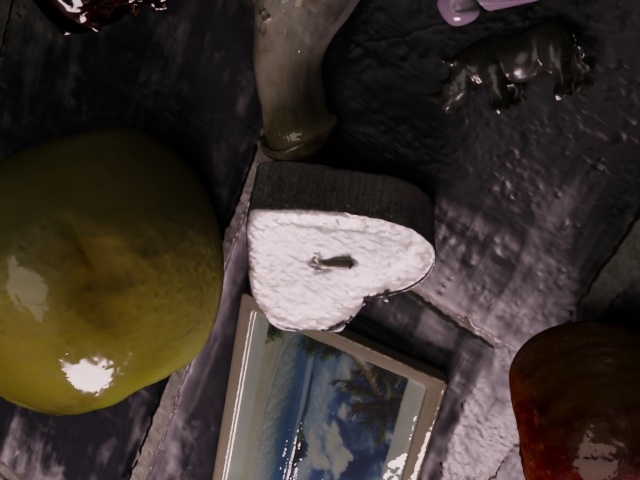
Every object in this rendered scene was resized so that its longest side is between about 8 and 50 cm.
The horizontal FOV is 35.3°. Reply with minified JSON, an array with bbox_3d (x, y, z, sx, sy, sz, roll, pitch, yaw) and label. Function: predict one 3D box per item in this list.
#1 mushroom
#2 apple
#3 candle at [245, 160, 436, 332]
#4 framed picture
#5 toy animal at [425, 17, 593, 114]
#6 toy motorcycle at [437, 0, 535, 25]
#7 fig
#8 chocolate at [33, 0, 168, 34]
[{"bbox_3d":[-0.016,-0.171,0.868,0.081,0.092,0.223,42,128,48],"label":"mushroom"},{"bbox_3d":[-0.255,0.042,0.991,0.295,0.233,0.258,-21,96,33],"label":"apple"},{"bbox_3d":[0.000,0.000,0.904,0.192,0.068,0.168,-30,126,32],"label":"candle"},{"bbox_3d":[-0.003,0.225,1.063,0.232,0.024,0.315,22,118,20],"label":"framed picture"},{"bbox_3d":[0.148,-0.137,0.819,0.135,0.047,0.065,-12,99,33],"label":"toy animal"},{"bbox_3d":[0.114,-0.245,0.774,0.225,0.073,0.152,34,125,11],"label":"toy motorcycle"},{"bbox_3d":[0.264,0.148,0.820,0.207,0.175,0.175,-8,108,10],"label":"fig"},{"bbox_3d":[-0.125,-0.273,0.808,0.177,0.206,0.224,11,115,21],"label":"chocolate"}]
